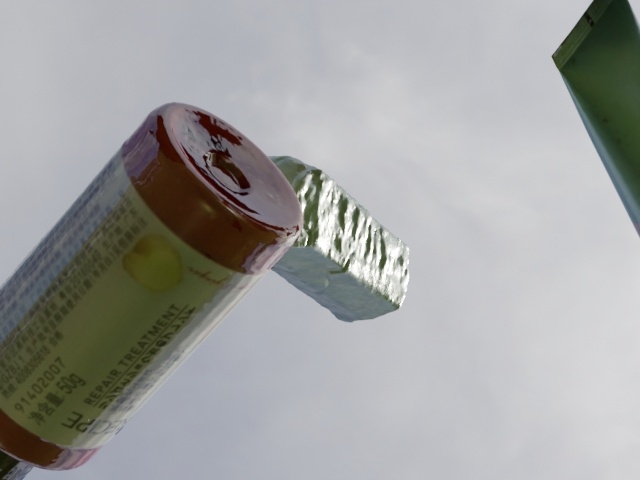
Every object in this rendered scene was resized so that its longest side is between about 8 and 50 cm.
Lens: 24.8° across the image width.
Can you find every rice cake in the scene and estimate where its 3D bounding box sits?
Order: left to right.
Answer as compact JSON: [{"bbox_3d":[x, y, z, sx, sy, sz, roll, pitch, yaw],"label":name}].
[{"bbox_3d":[0.000,0.000,0.986,0.206,0.069,0.063,35,-119,-56],"label":"rice cake"}]

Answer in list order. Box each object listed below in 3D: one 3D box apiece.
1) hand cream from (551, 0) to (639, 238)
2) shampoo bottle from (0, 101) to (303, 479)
[{"bbox_3d":[0.253,-0.037,1.078,0.111,0.070,0.312,-49,-63,-36],"label":"hand cream"},{"bbox_3d":[-0.134,0.054,0.814,0.104,0.104,0.278,37,-68,-17],"label":"shampoo bottle"}]
